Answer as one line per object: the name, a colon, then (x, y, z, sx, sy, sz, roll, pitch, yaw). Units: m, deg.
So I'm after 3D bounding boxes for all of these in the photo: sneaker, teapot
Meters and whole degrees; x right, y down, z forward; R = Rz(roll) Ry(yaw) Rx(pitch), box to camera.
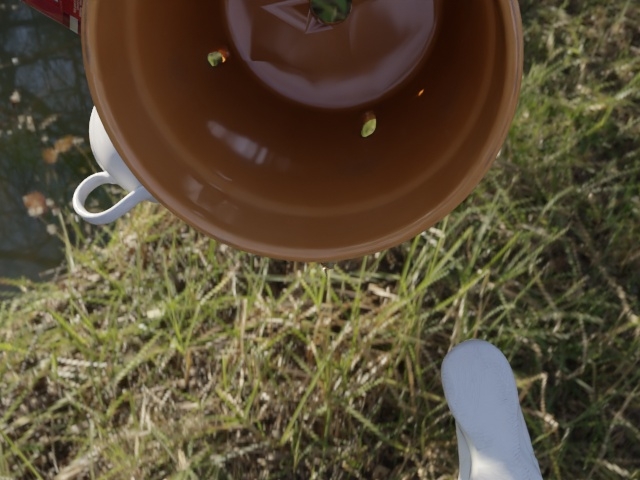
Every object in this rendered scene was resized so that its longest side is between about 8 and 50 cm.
sneaker: (0.149, 0.187, 0.745, 0.080, 0.094, 0.212, -7, 85, 11)
teapot: (-0.280, -0.169, 1.418, 0.187, 0.253, 0.256, -2, 9, 27)

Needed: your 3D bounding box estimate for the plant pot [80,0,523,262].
plant pot: (-0.004, -0.159, 0.661, 0.290, 0.291, 0.203, 10, 29, 3)

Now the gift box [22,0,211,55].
gift box: (-0.164, -0.360, 0.910, 0.276, 0.255, 0.258, 36, 45, 17)

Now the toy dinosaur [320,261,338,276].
toy dinosaur: (0.000, 0.000, 1.133, 0.053, 0.183, 0.093, -13, 93, 5)
